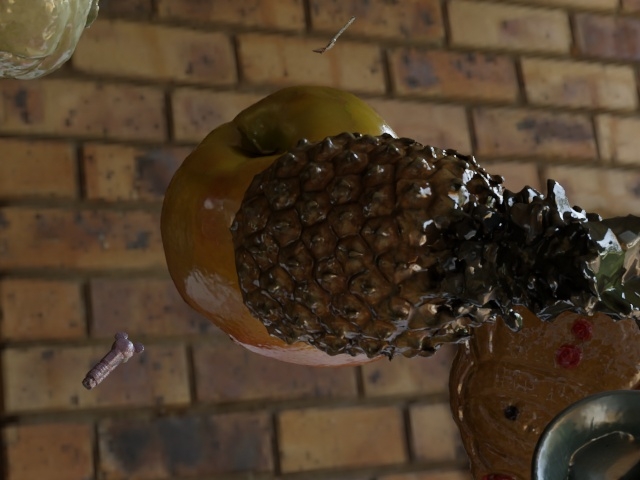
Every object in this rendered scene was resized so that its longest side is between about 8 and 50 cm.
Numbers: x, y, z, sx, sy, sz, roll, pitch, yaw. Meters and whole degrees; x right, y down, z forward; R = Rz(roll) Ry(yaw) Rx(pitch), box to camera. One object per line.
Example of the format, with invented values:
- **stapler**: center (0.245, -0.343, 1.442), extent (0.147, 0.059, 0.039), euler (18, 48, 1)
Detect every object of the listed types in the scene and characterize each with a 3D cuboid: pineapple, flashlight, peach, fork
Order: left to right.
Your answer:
- **flashlight**: center (-0.316, 0.184, 2.045), extent (0.052, 0.110, 0.031), euler (30, -37, 17)
- **peach**: center (-0.002, 0.004, 1.439), extent (0.289, 0.289, 0.308), euler (-15, -57, 26)
- **fork**: center (0.017, -0.234, 1.570), extent (0.016, 0.012, 0.115), euler (-37, 4, -26)
- **pineapple**: center (0.097, 0.017, 1.092), extent (0.202, 0.202, 0.362), euler (8, 2, -45)

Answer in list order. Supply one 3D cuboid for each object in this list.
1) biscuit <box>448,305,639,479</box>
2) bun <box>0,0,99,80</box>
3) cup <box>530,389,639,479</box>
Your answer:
- **biscuit**: center (0.340, 0.211, 1.972), extent (0.359, 0.381, 0.074), euler (23, 8, 2)
- **bun**: center (-0.327, -0.245, 1.294), extent (0.244, 0.153, 0.244), euler (9, -43, 9)
- **cup**: center (0.286, 0.260, 1.259), extent (0.199, 0.199, 0.150), euler (-6, -41, -4)
